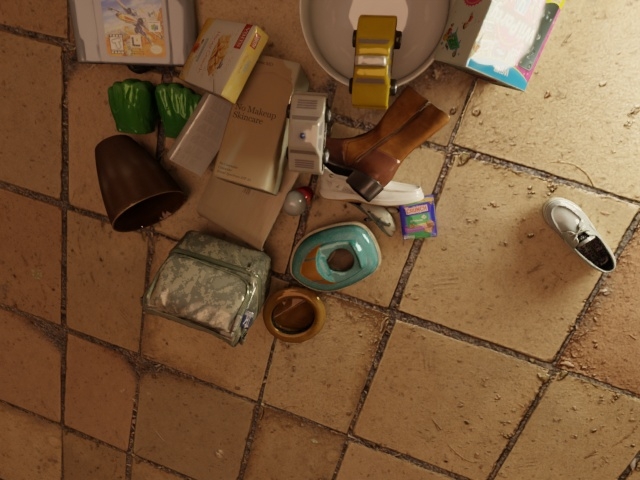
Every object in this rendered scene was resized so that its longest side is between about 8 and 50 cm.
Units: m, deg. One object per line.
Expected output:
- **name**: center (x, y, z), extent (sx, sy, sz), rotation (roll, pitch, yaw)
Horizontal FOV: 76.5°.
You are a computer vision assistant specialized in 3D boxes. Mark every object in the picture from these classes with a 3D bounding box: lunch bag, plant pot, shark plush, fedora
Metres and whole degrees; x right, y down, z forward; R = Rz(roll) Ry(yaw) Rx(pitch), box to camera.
- **lunch bag**: center (-0.307, 0.145, 1.147), extent (0.305, 0.256, 0.212), rotation (19, 135, 5)
- **plant pot**: center (-0.541, -0.176, 1.164), extent (0.215, 0.215, 0.230), rotation (-34, 84, 21)
- **shark plush**: center (0.136, -0.066, 1.108), extent (0.161, 0.073, 0.067), rotation (22, 142, 0)
- **fedora**: center (-0.078, 0.217, 1.237), extent (0.194, 0.079, 0.194), rotation (1, 105, 5)

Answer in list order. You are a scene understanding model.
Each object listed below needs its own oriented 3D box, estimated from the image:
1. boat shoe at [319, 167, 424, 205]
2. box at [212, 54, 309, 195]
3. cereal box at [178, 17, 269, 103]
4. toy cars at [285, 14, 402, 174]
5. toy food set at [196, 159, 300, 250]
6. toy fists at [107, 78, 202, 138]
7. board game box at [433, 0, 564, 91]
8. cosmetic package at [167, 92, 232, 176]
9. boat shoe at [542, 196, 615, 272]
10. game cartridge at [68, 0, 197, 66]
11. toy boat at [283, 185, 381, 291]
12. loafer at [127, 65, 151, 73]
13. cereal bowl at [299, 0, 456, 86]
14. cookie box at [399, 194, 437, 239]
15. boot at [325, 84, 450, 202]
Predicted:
- **boat shoe**: center (0.129, -0.149, 1.055), extent (0.277, 0.098, 0.096), rotation (6, 109, 13)
- **box**: center (-0.144, -0.283, 1.013), extent (0.148, 0.121, 0.311), rotation (15, 92, 9)
- **cereal box**: center (-0.241, -0.440, 0.981), extent (0.240, 0.047, 0.173), rotation (33, 97, 41)
- **toy cars**: center (0.037, -0.304, 0.880), extent (0.176, 0.087, 0.393), rotation (46, 113, -3)
- **toy food set**: center (-0.192, -0.146, 1.149), extent (0.219, 0.092, 0.306), rotation (30, 105, 4)
- **toy fists**: center (-0.449, -0.370, 1.122), extent (0.279, 0.096, 0.142), rotation (9, 123, 9)
- **board game box**: center (0.385, -0.484, 0.815), extent (0.097, 0.224, 0.303), rotation (44, 124, 46)
- **cosmetic package**: center (-0.301, -0.298, 1.081), extent (0.099, 0.060, 0.239), rotation (29, 102, -38)
- **boat shoe**: center (0.637, -0.012, 0.989), extent (0.227, 0.081, 0.079), rotation (46, 112, -5)
- **game cartridge**: center (-0.469, -0.550, 1.029), extent (0.297, 0.062, 0.198), rotation (-3, 113, -10)
- **toy boat**: center (0.000, 0.000, 1.109), extent (0.267, 0.148, 0.318), rotation (-25, 101, 20)
- **loafer**: center (-0.518, -0.564, 1.085), extent (0.078, 0.076, 0.223), rotation (-21, 107, 14)
- **cereal bowl**: center (0.128, -0.511, 0.910), extent (0.339, 0.141, 0.339), rotation (4, 108, 12)
- **cookie box**: center (0.260, -0.061, 1.084), extent (0.092, 0.040, 0.107), rotation (-6, 106, 16)
- **boot**: center (0.124, -0.274, 0.992), extent (0.280, 0.096, 0.264), rotation (-48, 62, 4)
